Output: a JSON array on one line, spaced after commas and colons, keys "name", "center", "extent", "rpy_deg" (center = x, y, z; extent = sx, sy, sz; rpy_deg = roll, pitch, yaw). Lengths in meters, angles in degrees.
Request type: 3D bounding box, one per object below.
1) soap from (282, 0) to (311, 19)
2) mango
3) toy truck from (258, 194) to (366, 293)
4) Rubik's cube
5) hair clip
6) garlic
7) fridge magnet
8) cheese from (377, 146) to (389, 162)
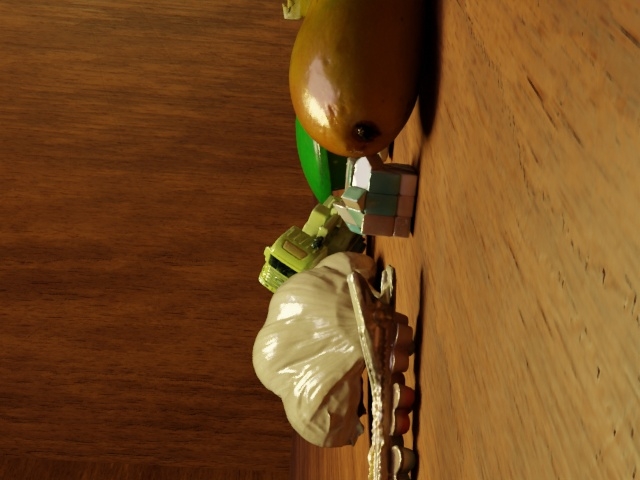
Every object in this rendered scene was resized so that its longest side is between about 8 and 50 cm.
[{"name": "soap", "center": [0.021, -0.378, 1.294], "extent": [0.233, 0.135, 0.076], "rpy_deg": [98, 174, -66]}, {"name": "mango", "center": [0.036, -0.186, 0.903], "extent": [0.138, 0.113, 0.253], "rpy_deg": [139, 143, -59]}, {"name": "toy truck", "center": [0.000, 0.000, 1.270], "extent": [0.169, 0.077, 0.100], "rpy_deg": [-39, -25, -42]}, {"name": "Rubik's cube", "center": [0.048, -0.041, 0.927], "extent": [0.084, 0.073, 0.075], "rpy_deg": [167, 107, -85]}, {"name": "hair clip", "center": [0.057, 0.126, 0.828], "extent": [0.062, 0.056, 0.213], "rpy_deg": [153, 113, -68]}, {"name": "garlic", "center": [-0.003, 0.114, 1.138], "extent": [0.178, 0.143, 0.229], "rpy_deg": [95, -174, -60]}, {"name": "fridge magnet", "center": [0.007, -0.156, 1.569], "extent": [0.208, 0.088, 0.208], "rpy_deg": [173, 90, -88]}, {"name": "cheese", "center": [0.062, -0.185, 1.275], "extent": [0.400, 0.034, 0.085], "rpy_deg": [-94, 3, -72]}]
